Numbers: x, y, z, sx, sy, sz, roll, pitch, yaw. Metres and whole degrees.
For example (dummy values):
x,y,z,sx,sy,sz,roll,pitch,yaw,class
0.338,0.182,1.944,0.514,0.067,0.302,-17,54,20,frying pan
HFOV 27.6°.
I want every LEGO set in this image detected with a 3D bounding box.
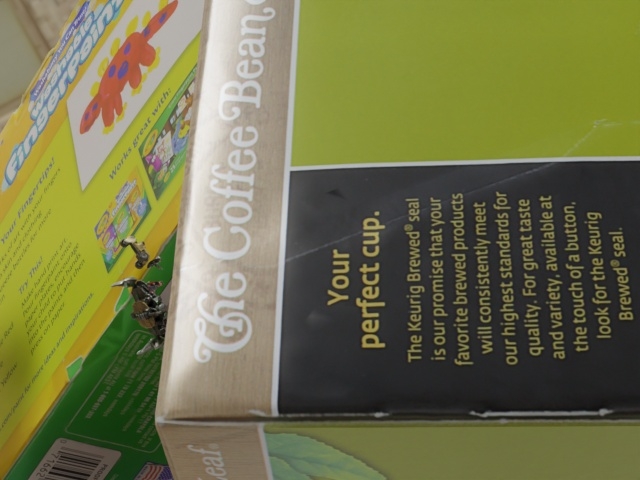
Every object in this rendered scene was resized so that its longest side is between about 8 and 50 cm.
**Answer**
x,y,z,sx,sy,sz,roll,pitch,yaw,class
-0.100,0.033,0.773,0.054,0.023,0.083,49,143,19,LEGO set

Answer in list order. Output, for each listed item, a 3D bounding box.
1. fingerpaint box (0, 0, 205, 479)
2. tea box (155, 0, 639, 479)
x,y,z,sx,sy,sz,roll,pitch,yaw,class
-0.151,-0.020,1.111,0.163,0.445,0.371,20,-152,-34,fingerpaint box
0.113,-0.013,0.578,0.220,0.323,0.329,85,-173,-53,tea box
